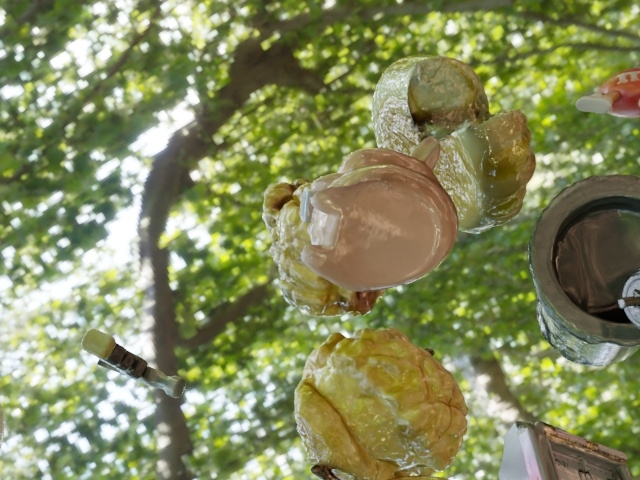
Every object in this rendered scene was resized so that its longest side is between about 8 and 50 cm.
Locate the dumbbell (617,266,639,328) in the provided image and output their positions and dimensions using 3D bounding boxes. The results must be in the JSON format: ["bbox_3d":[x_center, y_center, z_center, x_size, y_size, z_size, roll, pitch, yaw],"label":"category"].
[{"bbox_3d":[0.449,0.067,1.262,0.099,0.209,0.099,18,110,62],"label":"dumbbell"}]

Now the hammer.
[{"bbox_3d":[-0.332,0.198,1.713,0.159,0.041,0.226,18,165,21],"label":"hammer"}]

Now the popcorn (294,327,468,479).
[{"bbox_3d":[0.097,0.349,1.966,0.349,0.349,0.381,58,-139,-13],"label":"popcorn"}]

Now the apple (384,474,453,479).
[{"bbox_3d":[0.115,0.392,1.122,0.233,0.286,0.286,-2,-128,-26],"label":"apple"}]

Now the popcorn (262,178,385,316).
[{"bbox_3d":[0.000,0.000,1.974,0.332,0.225,0.265,56,163,28],"label":"popcorn"}]

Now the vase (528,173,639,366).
[{"bbox_3d":[0.411,0.062,1.493,0.291,0.245,0.245,69,176,-72],"label":"vase"}]

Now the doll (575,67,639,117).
[{"bbox_3d":[0.531,-0.245,1.715,0.217,0.183,0.085,-21,-73,-59],"label":"doll"}]

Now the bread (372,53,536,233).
[{"bbox_3d":[0.224,-0.165,1.711,0.333,0.160,0.333,48,154,32],"label":"bread"}]

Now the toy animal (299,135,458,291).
[{"bbox_3d":[0.078,-0.029,1.411,0.256,0.213,0.195,-98,14,-71],"label":"toy animal"}]

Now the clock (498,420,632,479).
[{"bbox_3d":[0.326,0.351,1.266,0.186,0.083,0.253,23,-147,-20],"label":"clock"}]

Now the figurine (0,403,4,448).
[{"bbox_3d":[-0.726,0.412,2.005,0.211,0.253,0.361,-30,-56,-52],"label":"figurine"}]
